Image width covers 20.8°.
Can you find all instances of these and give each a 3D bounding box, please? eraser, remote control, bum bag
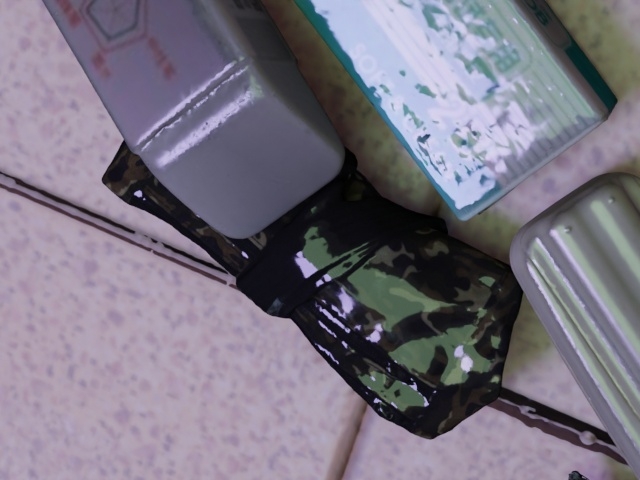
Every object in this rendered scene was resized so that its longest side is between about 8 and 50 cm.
[{"bbox_3d":[-0.112,-0.163,0.897,0.089,0.061,0.352,-36,78,25],"label":"eraser"},{"bbox_3d":[0.185,0.075,0.867,0.090,0.049,0.230,-34,91,-8],"label":"remote control"},{"bbox_3d":[0.000,-0.001,0.919,0.248,0.069,0.102,38,119,8],"label":"bum bag"},{"bbox_3d":[0.045,-0.126,0.879,0.095,0.052,0.225,-37,89,26],"label":"eraser"}]

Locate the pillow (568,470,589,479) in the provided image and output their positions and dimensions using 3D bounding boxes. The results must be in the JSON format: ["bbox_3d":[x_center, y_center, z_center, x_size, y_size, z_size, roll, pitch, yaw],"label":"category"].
[{"bbox_3d":[0.164,0.202,0.923,0.090,0.048,0.150,8,105,-3],"label":"pillow"}]
